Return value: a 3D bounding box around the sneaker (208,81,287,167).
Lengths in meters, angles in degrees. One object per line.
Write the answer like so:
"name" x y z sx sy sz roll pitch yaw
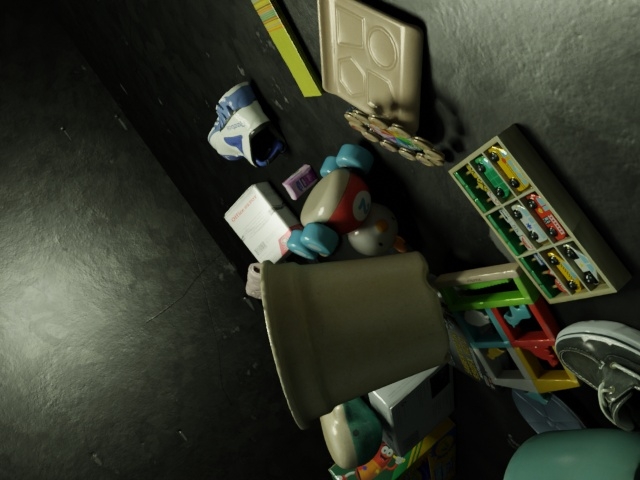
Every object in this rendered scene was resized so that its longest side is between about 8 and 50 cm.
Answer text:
"sneaker" -0.188 -0.254 1.694 0.182 0.127 0.315 54 162 7

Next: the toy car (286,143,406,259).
"toy car" 0.090 -0.040 1.352 0.238 0.219 0.210 27 167 -12

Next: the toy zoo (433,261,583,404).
"toy zoo" 0.349 0.176 1.182 0.192 0.030 0.293 -16 111 53

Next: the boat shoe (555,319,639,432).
"boat shoe" 0.450 0.210 0.921 0.335 0.119 0.121 20 143 61

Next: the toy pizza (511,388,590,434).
"toy pizza" 0.468 0.352 1.302 0.201 0.032 0.201 46 161 20

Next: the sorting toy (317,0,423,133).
"sorting toy" 0.081 -0.288 1.046 0.208 0.038 0.193 36 147 33

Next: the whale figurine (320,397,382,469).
"whale figurine" 0.069 0.431 1.647 0.216 0.141 0.272 95 159 -65

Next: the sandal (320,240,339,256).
"sandal" 0.000 0.000 1.805 0.090 0.060 0.219 51 163 9

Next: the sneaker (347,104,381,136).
"sneaker" 0.097 -0.211 1.156 0.135 0.052 0.058 34 158 49

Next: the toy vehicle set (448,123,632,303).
"toy vehicle set" 0.313 -0.030 0.960 0.267 0.035 0.166 53 163 3

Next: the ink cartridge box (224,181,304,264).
"ink cartridge box" -0.162 -0.045 1.964 0.218 0.158 0.092 50 -153 7

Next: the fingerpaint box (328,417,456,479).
"fingerpaint box" 0.245 0.731 2.051 0.163 0.371 0.445 42 159 34

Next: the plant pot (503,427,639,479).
"plant pot" 0.479 0.435 1.038 0.293 0.293 0.235 52 147 6

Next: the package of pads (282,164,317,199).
"package of pads" -0.050 -0.145 1.616 0.032 0.083 0.050 19 146 54

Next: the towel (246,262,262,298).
"towel" -0.072 0.156 2.003 0.316 0.053 0.332 14 162 -4

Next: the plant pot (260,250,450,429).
"plant pot" 0.076 0.163 1.262 0.334 0.305 0.334 -14 -90 -88

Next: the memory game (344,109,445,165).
"memory game" 0.122 -0.167 1.077 0.186 0.012 0.186 27 180 0

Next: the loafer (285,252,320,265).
"loafer" -0.106 0.020 2.063 0.302 0.095 0.109 52 163 4

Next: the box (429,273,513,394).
"box" 0.306 0.198 1.386 0.183 0.056 0.231 27 148 54

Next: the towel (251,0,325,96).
"towel" -0.066 -0.393 1.290 0.237 0.021 0.102 59 168 -21

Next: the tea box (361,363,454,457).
"tea box" 0.171 0.345 1.753 0.323 0.220 0.329 42 159 36
